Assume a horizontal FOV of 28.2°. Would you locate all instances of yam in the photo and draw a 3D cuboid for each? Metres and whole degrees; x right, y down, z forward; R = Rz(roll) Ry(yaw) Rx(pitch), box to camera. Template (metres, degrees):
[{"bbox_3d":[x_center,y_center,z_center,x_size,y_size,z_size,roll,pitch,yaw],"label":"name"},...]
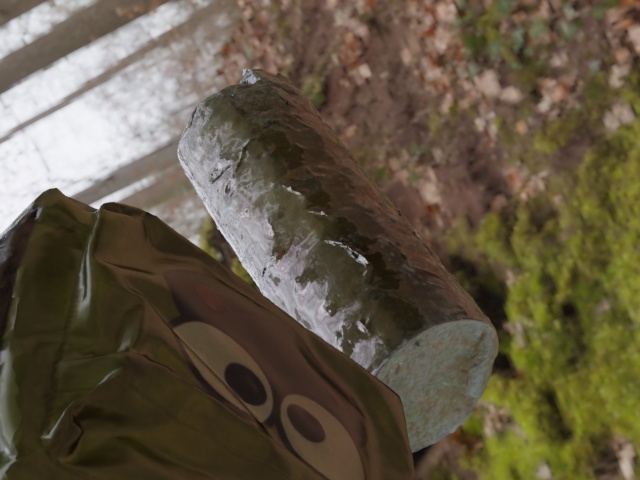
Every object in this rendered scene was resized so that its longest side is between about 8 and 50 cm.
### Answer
[{"bbox_3d":[0.000,0.000,0.695,0.093,0.093,0.259,47,-175,-47],"label":"yam"}]

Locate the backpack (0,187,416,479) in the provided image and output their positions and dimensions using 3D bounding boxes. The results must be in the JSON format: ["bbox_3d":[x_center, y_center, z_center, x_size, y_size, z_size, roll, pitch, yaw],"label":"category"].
[{"bbox_3d":[-0.058,0.112,0.412,0.207,0.140,0.253,36,-156,-22],"label":"backpack"}]
